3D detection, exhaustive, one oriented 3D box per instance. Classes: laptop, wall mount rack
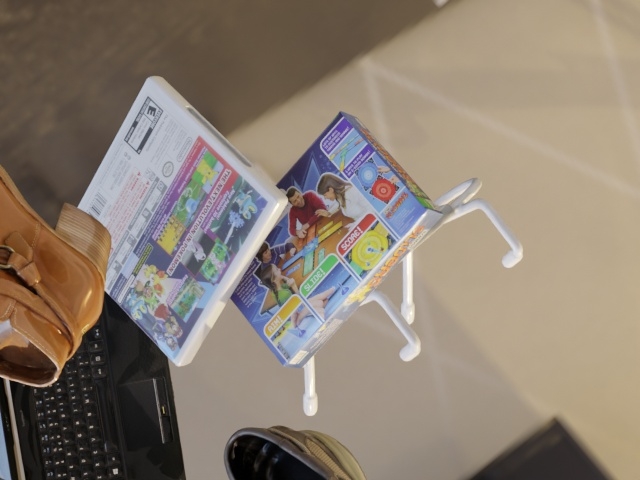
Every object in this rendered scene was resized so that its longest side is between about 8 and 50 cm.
[{"bbox_3d":[-0.263,0.180,1.765,0.264,0.234,0.136,-9,-175,-16],"label":"laptop"},{"bbox_3d":[0.084,0.077,2.180,0.350,0.130,0.304,-40,-175,-32],"label":"wall mount rack"}]

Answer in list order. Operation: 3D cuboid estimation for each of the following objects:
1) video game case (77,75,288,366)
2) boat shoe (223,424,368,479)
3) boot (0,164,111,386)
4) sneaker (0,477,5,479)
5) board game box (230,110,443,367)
[{"bbox_3d":[-0.139,-0.017,1.631,0.023,0.183,0.201,-10,138,-54],"label":"video game case"},{"bbox_3d":[0.015,0.289,1.631,0.130,0.355,0.132,23,99,-41],"label":"boat shoe"},{"bbox_3d":[-0.234,0.010,1.150,0.152,0.197,0.073,-78,-170,-55],"label":"boot"},{"bbox_3d":[-0.221,0.239,1.356,0.072,0.178,0.077,-36,119,-18],"label":"sneaker"},{"bbox_3d":[0.000,0.000,1.634,0.201,0.136,0.035,-47,153,16],"label":"board game box"}]
